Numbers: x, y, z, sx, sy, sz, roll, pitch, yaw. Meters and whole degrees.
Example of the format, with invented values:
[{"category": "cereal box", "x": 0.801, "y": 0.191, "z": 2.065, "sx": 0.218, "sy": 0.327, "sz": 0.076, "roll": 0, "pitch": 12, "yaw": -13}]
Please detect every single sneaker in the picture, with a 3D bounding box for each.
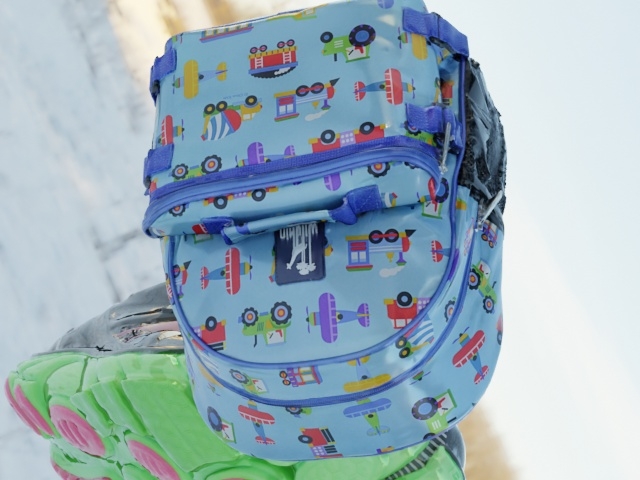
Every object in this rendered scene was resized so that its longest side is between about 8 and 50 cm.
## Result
[{"category": "sneaker", "x": -0.061, "y": 0.096, "z": 1.069, "sx": 0.483, "sy": 0.202, "sz": 0.185, "roll": 5, "pitch": -47, "yaw": 56}]

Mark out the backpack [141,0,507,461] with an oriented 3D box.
[{"category": "backpack", "x": 0.000, "y": 0.000, "z": 0.653, "sx": 0.117, "sy": 0.158, "sz": 0.173, "roll": 60, "pitch": 28, "yaw": -56}]
